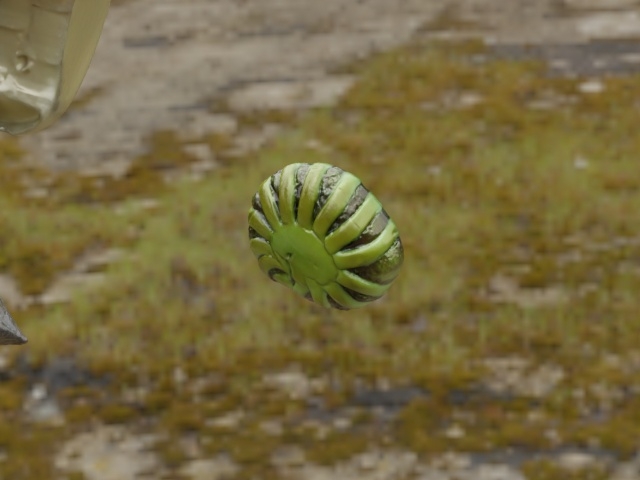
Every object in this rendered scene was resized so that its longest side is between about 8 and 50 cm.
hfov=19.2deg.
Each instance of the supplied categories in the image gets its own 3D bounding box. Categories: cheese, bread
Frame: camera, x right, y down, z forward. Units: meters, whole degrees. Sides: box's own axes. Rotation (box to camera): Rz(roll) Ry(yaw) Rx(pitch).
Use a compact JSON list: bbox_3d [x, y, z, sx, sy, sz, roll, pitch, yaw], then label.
[{"bbox_3d":[-0.194,-0.199,1.450,0.070,0.163,0.249,17,41,5],"label":"cheese"},{"bbox_3d":[0.000,0.000,1.590,0.139,0.130,0.071,47,42,3],"label":"bread"}]

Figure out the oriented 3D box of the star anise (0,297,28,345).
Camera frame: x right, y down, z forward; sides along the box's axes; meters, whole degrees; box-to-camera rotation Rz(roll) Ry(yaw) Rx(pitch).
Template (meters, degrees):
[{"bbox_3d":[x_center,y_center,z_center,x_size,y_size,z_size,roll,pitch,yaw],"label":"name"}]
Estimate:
[{"bbox_3d":[-0.420,0.018,1.871,0.315,0.315,0.108,1,28,10],"label":"star anise"}]
